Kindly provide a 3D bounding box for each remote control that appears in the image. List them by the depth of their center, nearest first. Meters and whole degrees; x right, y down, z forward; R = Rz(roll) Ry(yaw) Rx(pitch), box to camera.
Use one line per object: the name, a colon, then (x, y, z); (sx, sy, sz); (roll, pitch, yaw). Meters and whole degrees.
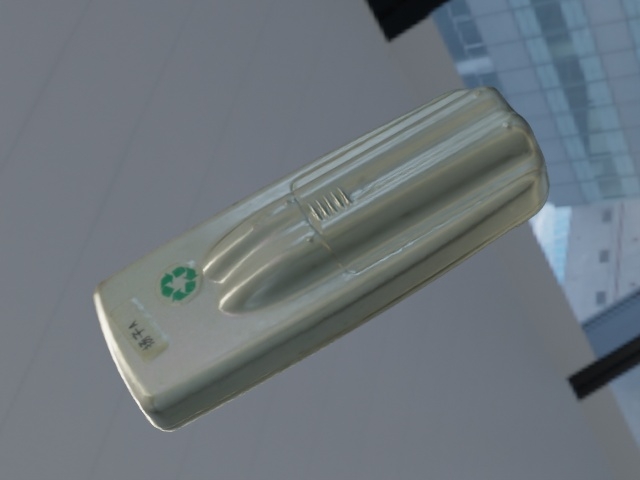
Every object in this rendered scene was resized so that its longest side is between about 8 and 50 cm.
remote control: (0.000, 0.001, 0.496); (0.090, 0.230, 0.049); (56, 175, 35)
